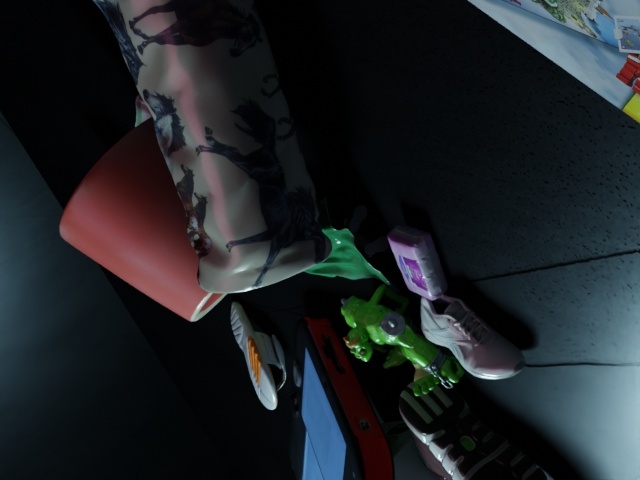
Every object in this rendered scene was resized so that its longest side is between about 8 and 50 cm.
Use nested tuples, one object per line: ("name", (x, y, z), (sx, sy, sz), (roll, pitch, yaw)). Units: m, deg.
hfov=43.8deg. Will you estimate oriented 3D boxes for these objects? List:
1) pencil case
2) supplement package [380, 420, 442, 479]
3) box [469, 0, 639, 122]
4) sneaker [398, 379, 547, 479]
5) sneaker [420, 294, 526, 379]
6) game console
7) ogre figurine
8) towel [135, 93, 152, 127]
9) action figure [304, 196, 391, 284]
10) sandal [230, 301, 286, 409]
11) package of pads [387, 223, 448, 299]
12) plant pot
("pencil case", (-0.118, -0.131, 0.877), (0.183, 0.159, 0.411), (9, 123, 51))
("supplement package", (0.131, 0.380, 1.274), (0.134, 0.139, 0.244), (52, 157, 2))
("box", (0.176, -0.164, 0.461), (0.233, 0.044, 0.159), (44, 157, 22))
("sneaker", (0.216, 0.318, 1.080), (0.281, 0.106, 0.163), (52, 167, 30))
("sneaker", (0.163, 0.104, 0.894), (0.152, 0.053, 0.061), (30, 147, 46))
("game console", (0.011, 0.344, 1.252), (0.387, 0.060, 0.342), (-117, 31, -57))
("ogre figurine", (0.092, 0.123, 1.027), (0.118, 0.097, 0.197), (45, -173, -22))
("towel", (-0.275, -0.176, 1.403), (0.152, 0.023, 0.113), (50, 159, 8))
("action figure", (0.000, 0.000, 1.054), (0.137, 0.063, 0.232), (56, 155, -14))
("sandal", (-0.117, 0.222, 1.647), (0.102, 0.076, 0.265), (100, 152, -44))
("package of pads", (0.111, 0.024, 0.905), (0.050, 0.032, 0.083), (25, 146, 53))
("plant pot", (-0.222, -0.023, 1.245), (0.243, 0.275, 0.275), (41, 158, 3))
